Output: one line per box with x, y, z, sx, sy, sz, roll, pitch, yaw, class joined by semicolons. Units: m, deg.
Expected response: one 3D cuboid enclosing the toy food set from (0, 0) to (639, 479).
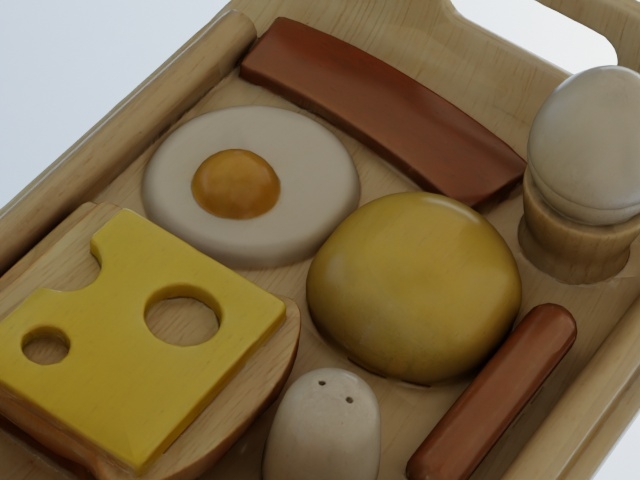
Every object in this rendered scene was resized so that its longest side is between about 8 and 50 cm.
0.000;0.000;0.633;0.219;0.092;0.306;30;-129;17;toy food set
